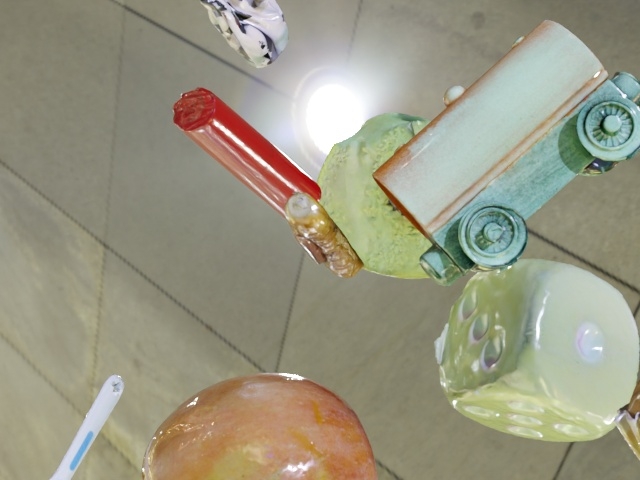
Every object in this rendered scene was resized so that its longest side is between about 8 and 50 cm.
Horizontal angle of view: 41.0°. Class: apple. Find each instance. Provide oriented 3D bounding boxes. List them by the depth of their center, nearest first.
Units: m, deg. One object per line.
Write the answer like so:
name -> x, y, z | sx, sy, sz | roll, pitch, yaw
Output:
apple -> -0.065, 0.258, 0.865 | 0.254, 0.254, 0.253 | 18, 117, 38

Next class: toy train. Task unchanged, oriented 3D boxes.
toy train -> 0.188, -0.089, 0.864 | 0.285, 0.116, 0.177 | -42, 82, 2

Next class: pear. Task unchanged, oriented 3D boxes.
pear -> 0.128, -0.072, 1.493 | 0.282, 0.176, 0.286 | -14, 92, 39

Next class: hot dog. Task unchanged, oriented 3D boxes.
hot dog -> 0.000, 0.000, 1.036 | 0.066, 0.215, 0.047 | 39, 85, 23

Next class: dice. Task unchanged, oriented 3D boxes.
dice -> 0.367, 0.188, 1.457 | 0.250, 0.255, 0.251 | -24, 44, 55

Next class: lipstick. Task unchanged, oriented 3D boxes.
lipstick -> -0.092, -0.110, 1.165 | 0.073, 0.280, 0.073 | -13, 61, 25

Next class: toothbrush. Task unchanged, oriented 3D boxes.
toothbrush -> -0.333, 0.313, 1.025 | 0.040, 0.386, 0.040 | 11, 134, 12

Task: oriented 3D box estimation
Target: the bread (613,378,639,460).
bread -> 0.421, 0.169, 0.812 | 0.241, 0.136, 0.106 | -6, 109, 49

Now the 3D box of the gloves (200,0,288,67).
gloves -> -0.123, -0.366, 1.304 | 0.111, 0.128, 0.212 | 40, 165, 51
